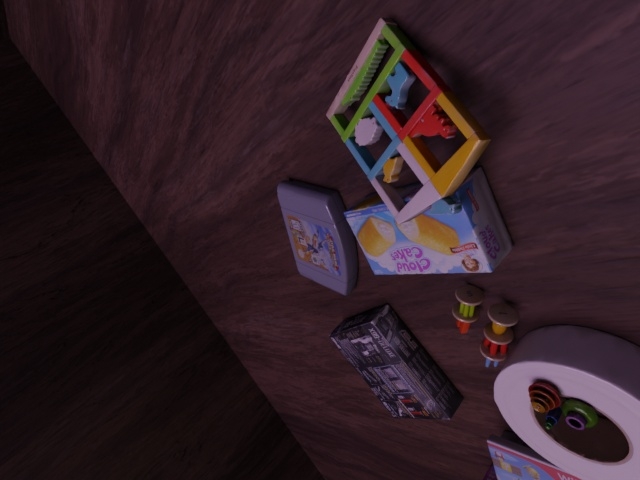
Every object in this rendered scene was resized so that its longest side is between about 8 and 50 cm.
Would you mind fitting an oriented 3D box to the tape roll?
[{"bbox_3d":[0.455,0.287,0.695,0.286,0.100,0.286,31,141,29],"label":"tape roll"}]

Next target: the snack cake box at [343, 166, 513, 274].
[{"bbox_3d":[0.183,-0.022,0.741,0.264,0.089,0.152,-8,114,53],"label":"snack cake box"}]

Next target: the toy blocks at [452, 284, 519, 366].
[{"bbox_3d":[0.310,0.173,0.793,0.123,0.054,0.148,34,142,40],"label":"toy blocks"}]

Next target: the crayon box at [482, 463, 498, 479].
[{"bbox_3d":[0.591,0.707,0.924,0.363,0.106,0.313,-19,106,56],"label":"crayon box"}]

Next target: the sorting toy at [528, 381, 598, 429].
[{"bbox_3d":[0.375,0.272,0.647,0.102,0.042,0.061,30,141,30],"label":"sorting toy"}]

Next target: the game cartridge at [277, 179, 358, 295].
[{"bbox_3d":[0.000,0.000,1.023,0.198,0.062,0.297,24,138,42],"label":"game cartridge"}]

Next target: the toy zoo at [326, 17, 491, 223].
[{"bbox_3d":[0.128,-0.161,0.628,0.293,0.030,0.192,60,141,19],"label":"toy zoo"}]

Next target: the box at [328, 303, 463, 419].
[{"bbox_3d":[0.187,0.331,1.088,0.307,0.076,0.242,51,147,1],"label":"box"}]

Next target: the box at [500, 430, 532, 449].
[{"bbox_3d":[0.478,0.510,0.906,0.137,0.072,0.126,57,148,-8],"label":"box"}]

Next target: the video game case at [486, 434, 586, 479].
[{"bbox_3d":[0.471,0.559,0.840,0.204,0.025,0.285,-4,107,54],"label":"video game case"}]
